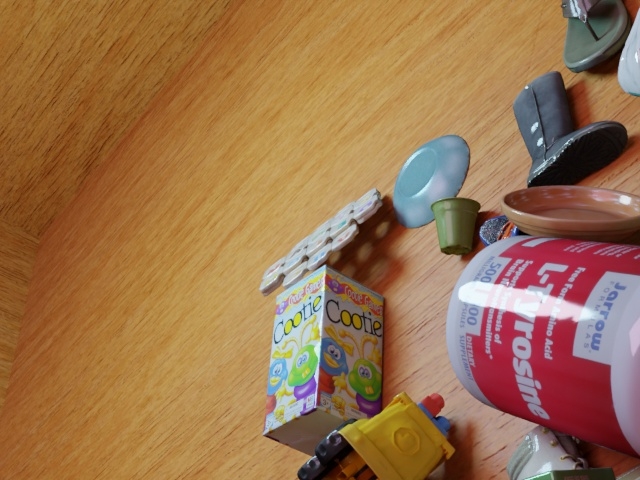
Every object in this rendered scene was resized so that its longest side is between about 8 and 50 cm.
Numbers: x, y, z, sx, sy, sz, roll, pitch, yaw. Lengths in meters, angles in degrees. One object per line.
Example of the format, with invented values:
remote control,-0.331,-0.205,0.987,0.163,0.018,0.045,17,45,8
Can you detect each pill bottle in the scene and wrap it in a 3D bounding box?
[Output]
pill bottle,0.344,0.119,1.019,0.407,0.229,0.229,7,70,60

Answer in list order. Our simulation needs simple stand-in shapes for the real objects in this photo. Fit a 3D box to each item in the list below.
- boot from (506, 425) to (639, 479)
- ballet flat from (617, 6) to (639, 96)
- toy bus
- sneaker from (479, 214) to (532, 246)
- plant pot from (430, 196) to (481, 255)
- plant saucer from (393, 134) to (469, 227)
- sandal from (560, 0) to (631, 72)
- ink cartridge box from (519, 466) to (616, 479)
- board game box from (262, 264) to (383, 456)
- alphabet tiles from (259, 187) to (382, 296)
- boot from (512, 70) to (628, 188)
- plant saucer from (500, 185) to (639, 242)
boot,0.315,0.276,1.088,0.213,0.077,0.165,-46,29,26
ballet flat,0.522,-0.380,1.322,0.139,0.139,0.400,8,72,60
toy bus,0.095,0.312,1.322,0.211,0.149,0.220,-34,-16,-35
sneaker,0.306,-0.008,1.347,0.221,0.087,0.083,13,75,60
plant pot,0.222,-0.020,1.512,0.083,0.083,0.079,-23,58,48
plant saucer,0.189,-0.117,1.687,0.195,0.037,0.195,-40,34,34
sandal,0.432,-0.393,1.497,0.120,0.086,0.303,-27,43,46
ink cartridge box,0.237,0.401,0.964,0.201,0.117,0.278,-34,58,40
board game box,0.009,0.208,1.566,0.144,0.142,0.275,-35,38,38
alphabet tiles,0.000,0.000,1.758,0.284,0.021,0.278,-37,11,11
boot,0.379,-0.185,1.424,0.189,0.076,0.209,-32,32,38
plant saucer,0.342,-0.035,1.239,0.200,0.199,0.037,-150,56,-61
